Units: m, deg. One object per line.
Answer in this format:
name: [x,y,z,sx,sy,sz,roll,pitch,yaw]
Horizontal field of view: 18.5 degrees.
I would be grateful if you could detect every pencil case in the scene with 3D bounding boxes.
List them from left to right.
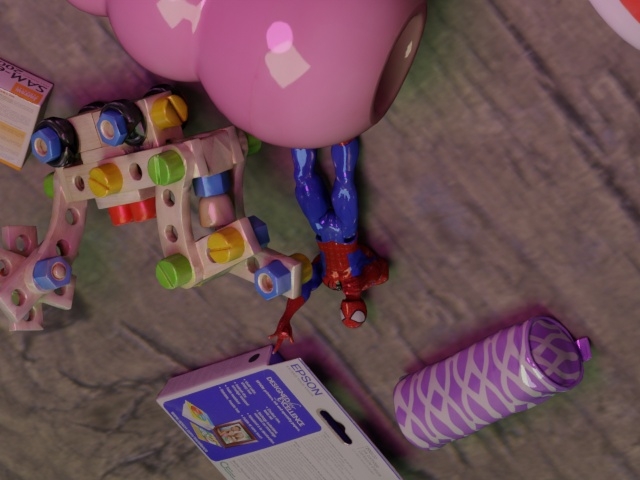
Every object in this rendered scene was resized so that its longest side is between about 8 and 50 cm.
pencil case: [0.164,0.144,1.939,0.088,0.086,0.206,12,151,-40]

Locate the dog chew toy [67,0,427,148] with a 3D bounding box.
dog chew toy: [-0.084,-0.210,1.631,0.331,0.206,0.207,24,137,11]

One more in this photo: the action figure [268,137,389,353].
action figure: [0.000,0.000,1.838,0.091,0.139,0.280,4,135,21]

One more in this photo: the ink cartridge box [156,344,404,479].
ink cartridge box: [-0.036,0.205,2.107,0.208,0.045,0.206,-18,122,36]

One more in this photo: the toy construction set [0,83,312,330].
toy construction set: [-0.173,-0.025,1.824,0.327,0.151,0.215,-12,99,31]

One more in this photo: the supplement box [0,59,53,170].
supplement box: [-0.304,-0.122,1.915,0.062,0.036,0.098,26,136,-2]

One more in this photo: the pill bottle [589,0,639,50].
pill bottle: [0.336,-0.271,1.398,0.181,0.181,0.323,43,132,-19]
